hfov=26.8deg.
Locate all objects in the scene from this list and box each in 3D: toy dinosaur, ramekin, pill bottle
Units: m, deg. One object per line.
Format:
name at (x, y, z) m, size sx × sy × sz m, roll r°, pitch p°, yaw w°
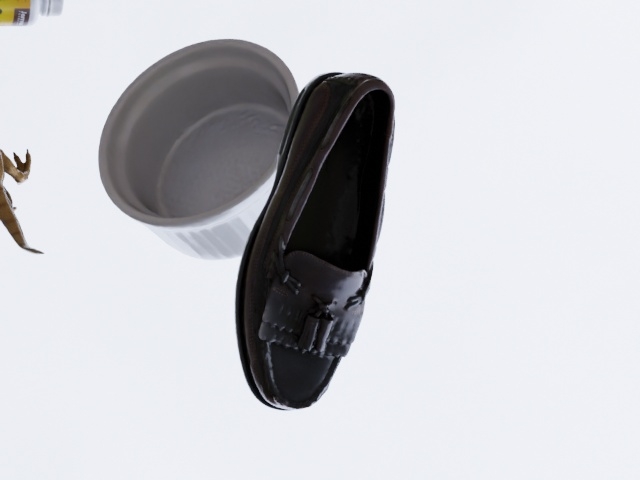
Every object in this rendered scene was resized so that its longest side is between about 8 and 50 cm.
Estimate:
toy dinosaur at (-0.291, -0.047, 1.175) m, size 0.064 × 0.112 × 0.211 m, roll -38°, pitch -106°, yaw 8°
ramekin at (-0.133, -0.109, 1.723) m, size 0.277 × 0.135 × 0.277 m, roll -10°, pitch -122°, yaw 17°
pill bottle at (-0.533, -0.408, 2.189) m, size 0.117 × 0.214 × 0.117 m, roll 176°, pitch -90°, yaw -69°

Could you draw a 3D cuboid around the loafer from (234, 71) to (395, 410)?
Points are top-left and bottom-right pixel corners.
loafer at (0.000, 0.000, 1.149) m, size 0.095 × 0.109 × 0.303 m, roll 4°, pitch -98°, yaw 66°
